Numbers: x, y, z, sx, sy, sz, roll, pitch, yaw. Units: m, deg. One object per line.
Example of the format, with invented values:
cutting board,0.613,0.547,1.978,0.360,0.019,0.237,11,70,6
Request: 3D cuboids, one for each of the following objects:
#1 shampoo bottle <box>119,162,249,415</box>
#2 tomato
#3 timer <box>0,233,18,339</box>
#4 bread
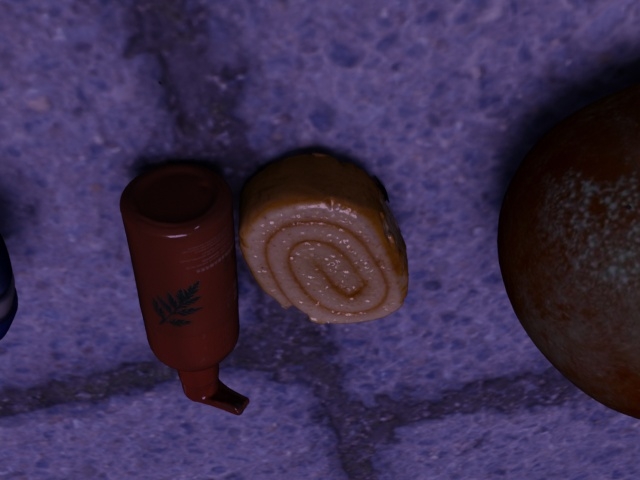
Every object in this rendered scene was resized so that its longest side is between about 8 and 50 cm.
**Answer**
shampoo bottle,-0.105,0.052,0.679,0.085,0.085,0.244,-4,134,-3
tomato,0.269,0.017,0.597,0.270,0.222,0.270,-5,133,-6
timer,-0.376,0.000,0.508,0.384,0.270,0.270,15,132,-40
bread,0.000,0.000,0.655,0.122,0.073,0.149,-16,133,16
